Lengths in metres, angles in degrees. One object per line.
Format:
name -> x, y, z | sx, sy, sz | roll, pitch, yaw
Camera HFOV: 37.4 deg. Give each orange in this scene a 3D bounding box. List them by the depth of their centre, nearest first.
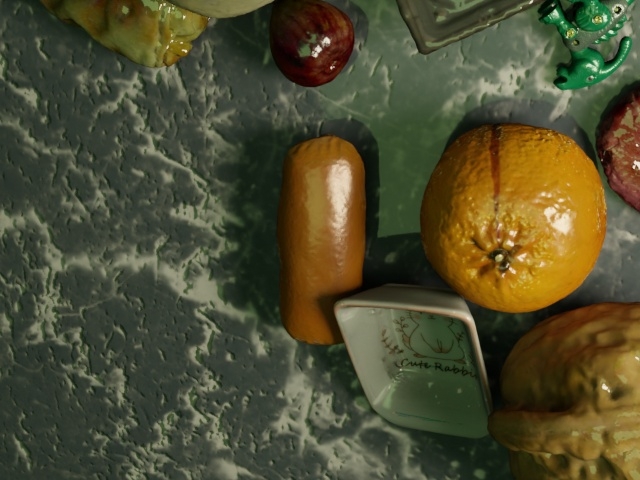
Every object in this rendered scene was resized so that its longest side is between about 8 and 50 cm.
orange -> 0.190, -0.021, 0.942 | 0.193, 0.161, 0.193 | 2, 106, 8

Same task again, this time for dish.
dish -> 0.117, 0.130, 1.039 | 0.154, 0.064, 0.234 | 4, 135, 25

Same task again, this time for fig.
fig -> -0.025, -0.221, 0.981 | 0.125, 0.089, 0.089 | 49, 114, 22

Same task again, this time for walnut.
walnut -> 0.294, 0.175, 0.951 | 0.257, 0.257, 0.224 | -7, 81, 15

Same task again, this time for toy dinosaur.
toy dinosaur -> 0.270, -0.209, 0.924 | 0.132, 0.059, 0.096 | -35, 108, 26

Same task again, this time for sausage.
sausage -> 0.000, 0.000, 1.032 | 0.098, 0.098, 0.238 | 5, 110, 12

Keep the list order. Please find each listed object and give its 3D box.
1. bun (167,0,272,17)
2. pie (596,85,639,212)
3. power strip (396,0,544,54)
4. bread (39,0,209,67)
bun -> -0.110, -0.363, 0.913 | 0.287, 0.146, 0.287 | 0, 97, -2
pie -> 0.352, -0.089, 0.943 | 0.154, 0.038, 0.153 | 6, 112, 15
power strip -> 0.157, -0.337, 0.869 | 0.257, 0.092, 0.251 | -23, 93, 18
bread -> -0.228, -0.277, 1.005 | 0.232, 0.088, 0.128 | 31, 104, 7
